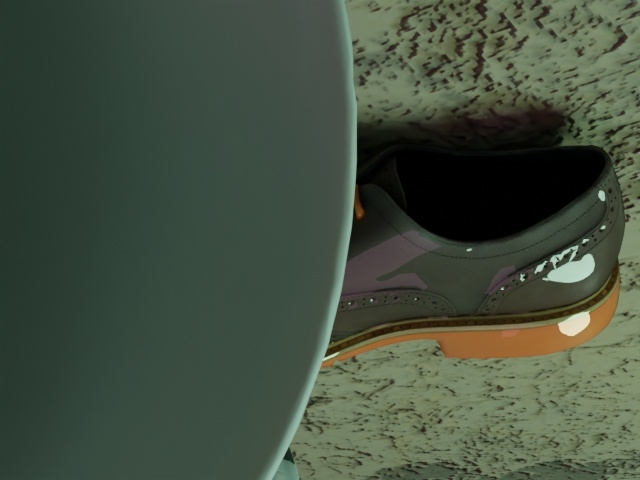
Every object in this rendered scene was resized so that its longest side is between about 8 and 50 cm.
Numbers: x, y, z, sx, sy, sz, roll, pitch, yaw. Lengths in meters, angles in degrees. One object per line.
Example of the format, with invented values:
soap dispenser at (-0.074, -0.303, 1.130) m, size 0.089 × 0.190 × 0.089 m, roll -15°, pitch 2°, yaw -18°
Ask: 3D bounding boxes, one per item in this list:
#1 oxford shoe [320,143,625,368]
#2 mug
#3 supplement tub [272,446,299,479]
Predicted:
oxford shoe at (0.000, 0.000, 0.782) m, size 0.271 × 0.097 × 0.098 m, roll -8°, pitch 137°, yaw -6°
mug at (-0.232, -0.048, 0.406) m, size 0.328 × 0.276 × 0.374 m, roll -12°, pitch 136°, yaw 44°
supplement tub at (-0.196, 0.168, 0.952) m, size 0.338 × 0.207 × 0.207 m, roll 6°, pitch 154°, yaw -25°
